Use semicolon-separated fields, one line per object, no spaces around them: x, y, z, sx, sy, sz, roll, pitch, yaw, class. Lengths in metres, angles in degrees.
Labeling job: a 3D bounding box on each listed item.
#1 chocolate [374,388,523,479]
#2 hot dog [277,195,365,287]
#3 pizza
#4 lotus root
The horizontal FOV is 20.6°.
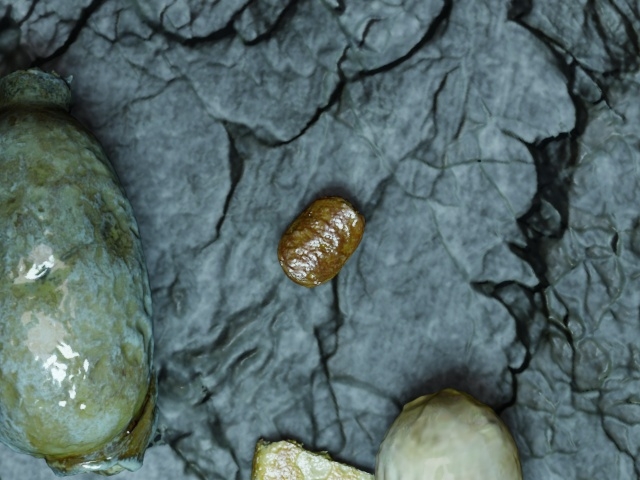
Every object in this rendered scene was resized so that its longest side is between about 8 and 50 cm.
0.107;0.277;1.445;0.134;0.134;0.309;-6;85;2;chocolate
0.000;0.000;1.504;0.058;0.035;0.083;40;90;4;hot dog
-0.002;0.221;1.500;0.109;0.026;0.123;-13;85;-1;pizza
-0.227;0.026;1.447;0.175;0.175;0.349;-12;84;2;lotus root
